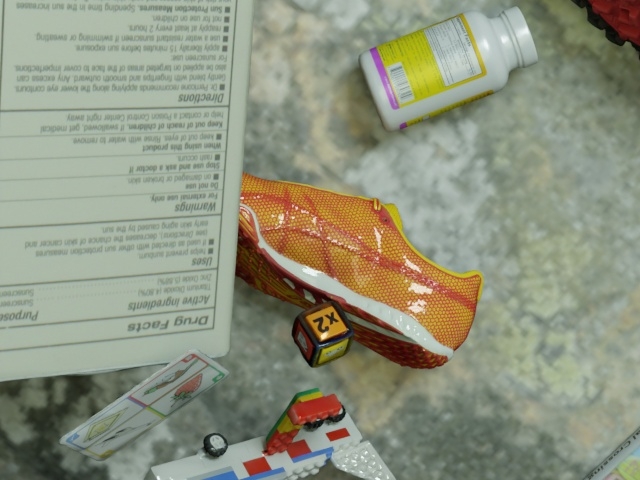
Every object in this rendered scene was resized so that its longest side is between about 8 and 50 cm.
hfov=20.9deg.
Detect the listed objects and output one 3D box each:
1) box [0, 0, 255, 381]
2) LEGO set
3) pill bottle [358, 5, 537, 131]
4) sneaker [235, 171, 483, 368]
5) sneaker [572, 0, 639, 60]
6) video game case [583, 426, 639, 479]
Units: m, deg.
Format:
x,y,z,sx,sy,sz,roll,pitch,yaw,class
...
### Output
x,y,z,sx,sy,sz,roll,pitch,yaw,class
-0.118,-0.101,0.786,0.148,0.121,0.311,-3,105,-35,box
-0.070,0.125,0.843,0.244,0.182,0.060,-35,65,4,LEGO set
0.064,-0.087,0.862,0.083,0.043,0.043,-21,103,2,pill bottle
0.000,0.000,0.880,0.175,0.064,0.067,31,68,-5,sneaker
0.236,-0.127,0.848,0.262,0.104,0.125,23,84,-12,sneaker
0.243,0.176,0.942,0.193,0.023,0.212,-44,101,7,video game case
